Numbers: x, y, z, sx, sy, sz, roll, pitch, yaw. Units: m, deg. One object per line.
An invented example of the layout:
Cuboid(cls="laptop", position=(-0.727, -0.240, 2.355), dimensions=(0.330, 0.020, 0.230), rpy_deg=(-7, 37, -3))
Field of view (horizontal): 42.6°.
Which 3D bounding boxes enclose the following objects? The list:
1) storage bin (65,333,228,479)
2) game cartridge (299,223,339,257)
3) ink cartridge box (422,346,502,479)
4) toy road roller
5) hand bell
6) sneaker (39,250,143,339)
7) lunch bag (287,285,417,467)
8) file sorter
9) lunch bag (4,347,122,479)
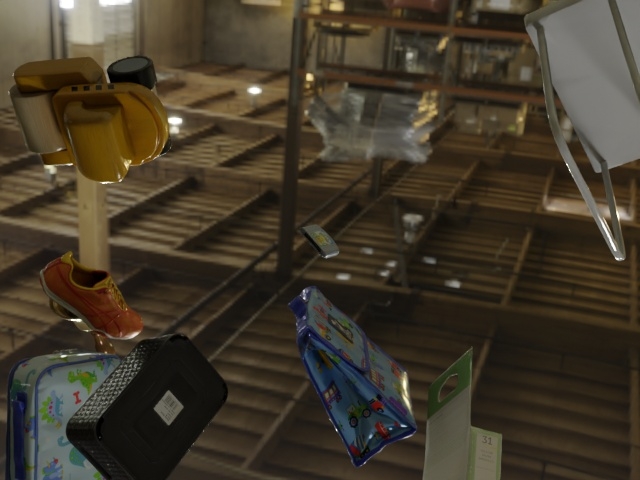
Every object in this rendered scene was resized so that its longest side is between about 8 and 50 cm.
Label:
Cuboid(cls="storage bin", position=(-0.222, 0.221, 1.069), dimensions=(0.084, 0.122, 0.180), rpy_deg=(-14, -151, 47))
Cuboid(cls="game cartridge", position=(0.000, 0.000, 1.692), dimensions=(0.083, 0.017, 0.056), rpy_deg=(48, -150, 19))
Cuboid(cls="ink cartridge box", position=(0.196, 0.292, 1.159), dimensions=(0.056, 0.171, 0.235), rpy_deg=(17, -123, -7))
Cuboid(cls="toy road roller", position=(-0.465, -0.228, 1.625), dimensions=(0.330, 0.202, 0.240), rpy_deg=(-2, -146, 8))
Cuboid(cls="hand bell", position=(-0.471, 0.191, 1.735), dimensions=(0.126, 0.242, 0.126), rpy_deg=(-4, -134, 4))
Cuboid(cls="sneaker", position=(-0.292, 0.079, 1.095), dimensions=(0.067, 0.175, 0.064), rpy_deg=(-32, -133, 13))
Cuboid(cls="lunch bag", position=(0.033, 0.220, 1.496), dimensions=(0.138, 0.293, 0.221), rpy_deg=(-35, -166, 12))
Cuboid(cls="file sorter", position=(0.344, -0.128, 0.684), dimensions=(0.278, 0.193, 0.173), rpy_deg=(-21, -142, 25))
Cuboid(cls="lunch bag", position=(-0.380, 0.275, 1.221), dimensions=(0.090, 0.219, 0.176), rpy_deg=(3, -176, 35))
